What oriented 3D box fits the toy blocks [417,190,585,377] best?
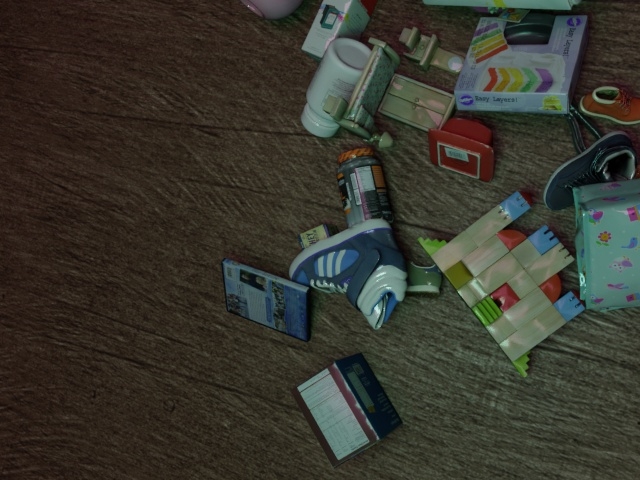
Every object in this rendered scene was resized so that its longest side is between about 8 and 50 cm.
[{"bbox_3d":[0.437,0.074,1.506,0.261,0.191,0.381,-37,79,5],"label":"toy blocks"}]

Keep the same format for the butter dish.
[{"bbox_3d":[0.343,-0.231,1.577,0.160,0.160,0.118,22,72,21],"label":"butter dish"}]

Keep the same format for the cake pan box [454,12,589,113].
[{"bbox_3d":[0.449,-0.397,1.504,0.246,0.070,0.267,10,59,26],"label":"cake pan box"}]

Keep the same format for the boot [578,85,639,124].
[{"bbox_3d":[0.651,-0.295,1.466,0.158,0.084,0.059,7,78,2],"label":"boot"}]

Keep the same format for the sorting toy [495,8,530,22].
[{"bbox_3d":[0.448,-0.527,1.555,0.062,0.012,0.083,19,53,35],"label":"sorting toy"}]

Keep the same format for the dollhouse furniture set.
[{"bbox_3d":[0.193,-0.354,1.514,0.174,0.355,0.303,26,96,20],"label":"dollhouse furniture set"}]

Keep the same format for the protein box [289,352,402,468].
[{"bbox_3d":[0.065,0.394,1.602,0.136,0.200,0.201,-35,76,16],"label":"protein box"}]

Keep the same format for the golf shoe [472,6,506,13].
[{"bbox_3d":[0.486,-0.634,1.564,0.306,0.115,0.140,-19,55,22],"label":"golf shoe"}]

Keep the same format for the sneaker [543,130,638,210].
[{"bbox_3d":[0.571,-0.127,1.440,0.086,0.163,0.226,39,118,-7],"label":"sneaker"}]

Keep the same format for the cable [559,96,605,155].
[{"bbox_3d":[0.555,-0.303,1.547,0.287,0.072,0.139,45,86,5],"label":"cable"}]

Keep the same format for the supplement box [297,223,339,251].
[{"bbox_3d":[0.000,0.000,1.713,0.083,0.083,0.056,-24,79,19],"label":"supplement box"}]

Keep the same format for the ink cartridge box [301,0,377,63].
[{"bbox_3d":[0.055,-0.553,1.697,0.078,0.134,0.231,28,96,21],"label":"ink cartridge box"}]

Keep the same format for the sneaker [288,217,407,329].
[{"bbox_3d":[0.064,0.113,1.607,0.323,0.130,0.236,-30,58,31],"label":"sneaker"}]

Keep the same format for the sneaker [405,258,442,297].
[{"bbox_3d":[0.206,0.088,1.646,0.192,0.064,0.086,3,69,30],"label":"sneaker"}]

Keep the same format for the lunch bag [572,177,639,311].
[{"bbox_3d":[0.624,0.018,1.337,0.223,0.160,0.262,-8,117,15],"label":"lunch bag"}]

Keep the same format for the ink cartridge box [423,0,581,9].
[{"bbox_3d":[0.408,-0.655,1.444,0.385,0.160,0.279,21,73,43],"label":"ink cartridge box"}]

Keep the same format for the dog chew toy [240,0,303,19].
[{"bbox_3d":[-0.084,-0.737,1.735,0.206,0.206,0.332,37,92,19],"label":"dog chew toy"}]

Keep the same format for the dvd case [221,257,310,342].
[{"bbox_3d":[-0.139,0.154,1.737,0.253,0.022,0.180,18,132,21],"label":"dvd case"}]

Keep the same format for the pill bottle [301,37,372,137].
[{"bbox_3d":[0.038,-0.365,1.650,0.131,0.131,0.229,51,140,16],"label":"pill bottle"}]

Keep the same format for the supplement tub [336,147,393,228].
[{"bbox_3d":[0.106,-0.122,1.662,0.117,0.117,0.190,-15,81,20],"label":"supplement tub"}]

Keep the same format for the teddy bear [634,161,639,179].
[{"bbox_3d":[0.746,-0.097,1.416,0.245,0.113,0.338,40,101,16],"label":"teddy bear"}]
